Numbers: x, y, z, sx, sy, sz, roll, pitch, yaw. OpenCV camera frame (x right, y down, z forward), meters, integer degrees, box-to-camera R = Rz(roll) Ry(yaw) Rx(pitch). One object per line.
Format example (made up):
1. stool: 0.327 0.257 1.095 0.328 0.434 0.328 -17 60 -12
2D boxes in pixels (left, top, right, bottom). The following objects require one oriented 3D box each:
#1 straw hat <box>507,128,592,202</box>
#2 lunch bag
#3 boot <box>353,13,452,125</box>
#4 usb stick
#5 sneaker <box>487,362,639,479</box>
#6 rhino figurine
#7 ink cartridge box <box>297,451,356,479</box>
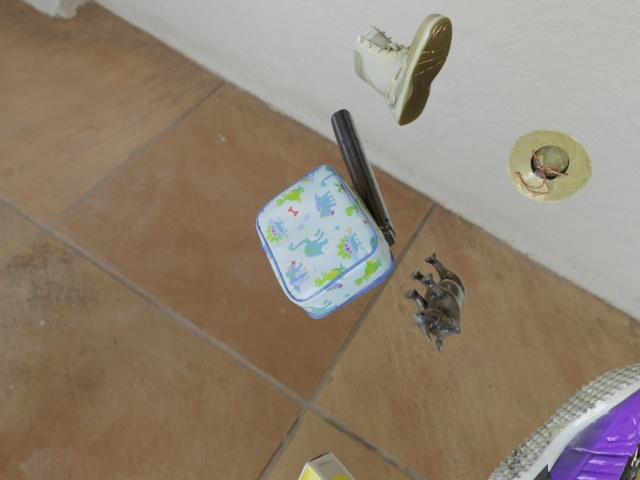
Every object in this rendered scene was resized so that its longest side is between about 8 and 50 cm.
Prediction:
1. straw hat: 0.390 -0.138 0.993 0.144 0.144 0.061 35 51 10
2. lunch bag: 0.000 0.000 0.924 0.176 0.090 0.219 -36 51 9
3. boot: 0.133 -0.327 1.017 0.077 0.213 0.165 -23 62 -25
4. usb stick: 0.073 -0.115 1.043 0.045 0.077 0.278 -18 62 3
5. sneaker: 0.374 0.295 0.786 0.293 0.102 0.146 -41 80 2
6. rhino figurine: 0.205 0.111 1.023 0.106 0.073 0.243 44 26 -4
7. ink cartridge box: 0.040 0.502 0.775 0.072 0.304 0.307 0 31 -46
